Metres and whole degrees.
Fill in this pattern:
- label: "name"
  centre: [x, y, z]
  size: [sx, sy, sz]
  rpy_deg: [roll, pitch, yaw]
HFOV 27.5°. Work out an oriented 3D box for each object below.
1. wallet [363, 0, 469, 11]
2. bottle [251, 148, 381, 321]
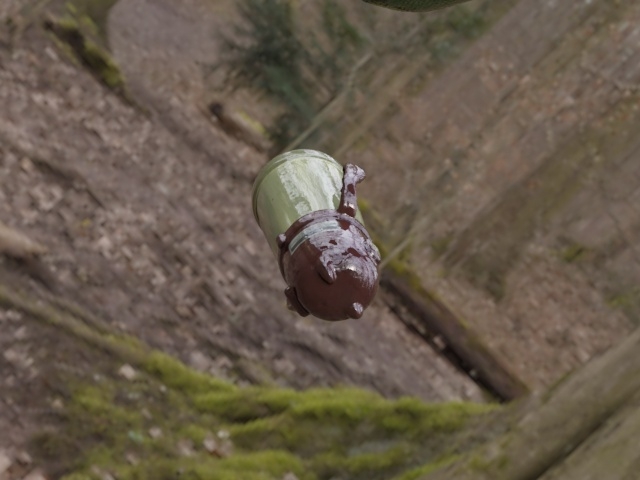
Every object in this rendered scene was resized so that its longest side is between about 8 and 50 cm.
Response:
- label: "wallet"
  centre: [0.180, -0.311, 1.488]
  size: [0.160, 0.236, 0.055]
  rpy_deg: [-16, 94, -53]
- label: "bottle"
  centre: [0.000, 0.002, 0.553]
  size: [0.101, 0.047, 0.063]
  rpy_deg: [-113, -164, -61]
